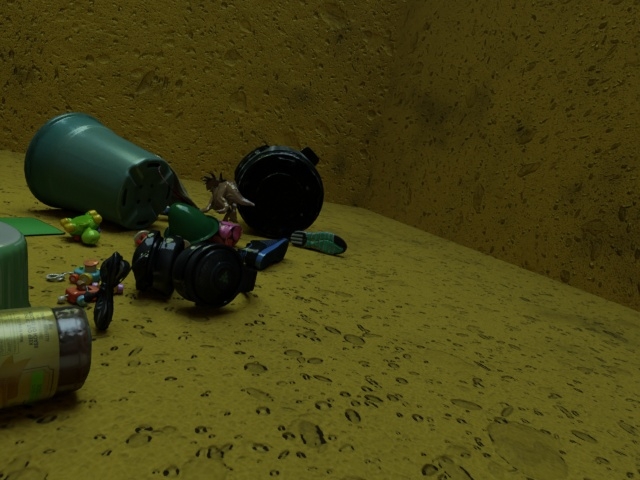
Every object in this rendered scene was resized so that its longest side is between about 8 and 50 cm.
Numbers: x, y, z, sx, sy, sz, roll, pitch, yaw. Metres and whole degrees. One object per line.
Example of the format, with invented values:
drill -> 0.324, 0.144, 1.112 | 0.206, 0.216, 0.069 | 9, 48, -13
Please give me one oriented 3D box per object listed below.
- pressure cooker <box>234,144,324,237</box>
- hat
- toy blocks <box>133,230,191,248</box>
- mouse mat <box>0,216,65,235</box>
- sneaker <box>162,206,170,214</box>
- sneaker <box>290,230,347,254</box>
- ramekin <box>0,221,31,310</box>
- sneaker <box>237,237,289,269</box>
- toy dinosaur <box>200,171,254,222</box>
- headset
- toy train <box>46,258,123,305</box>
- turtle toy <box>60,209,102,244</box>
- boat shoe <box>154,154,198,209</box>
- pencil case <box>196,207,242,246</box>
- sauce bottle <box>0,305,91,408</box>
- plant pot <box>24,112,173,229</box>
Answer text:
pressure cooker -> -0.184, -0.223, 1.811 | 0.369, 0.376, 0.420 | -1, 17, -5
hat -> -0.437, -0.109, 1.301 | 0.208, 0.184, 0.173 | 5, 36, 15
toy blocks -> -0.455, 0.005, 1.178 | 0.123, 0.054, 0.148 | 0, 15, -44
mouse mat -> -0.827, -0.039, 1.146 | 0.189, 0.007, 0.152 | 19, 13, 28
sneaker -> -0.629, -0.127, 1.718 | 0.144, 0.059, 0.053 | 30, -17, 13
sneaker -> 0.000, 0.000, 1.633 | 0.223, 0.083, 0.098 | 13, 6, 10
ramekin -> -0.558, 0.054, 0.549 | 0.303, 0.148, 0.303 | 11, 11, -2
sneaker -> -0.173, 0.027, 1.291 | 0.090, 0.081, 0.232 | 21, 14, 13
toy dinosaur -> -0.364, -0.177, 1.562 | 0.295, 0.200, 0.127 | -3, -20, 44
headset -> -0.289, 0.083, 0.847 | 0.243, 0.185, 0.394 | 10, -6, 17
toy train -> -0.464, 0.075, 0.818 | 0.166, 0.046, 0.125 | 21, 13, 39
turtle toy -> -0.641, -0.030, 1.130 | 0.095, 0.066, 0.130 | -25, 34, -33
boat shoe -> -0.574, -0.190, 1.601 | 0.109, 0.302, 0.098 | -39, 20, -13
pencil case -> -0.365, -0.042, 1.432 | 0.209, 0.095, 0.098 | 20, 12, 28
sauce bottle -> -0.422, 0.132, 0.401 | 0.344, 0.111, 0.111 | 0, 16, -43
plant pot -> -0.708, -0.209, 1.388 | 0.334, 0.341, 0.341 | 23, 13, 15
